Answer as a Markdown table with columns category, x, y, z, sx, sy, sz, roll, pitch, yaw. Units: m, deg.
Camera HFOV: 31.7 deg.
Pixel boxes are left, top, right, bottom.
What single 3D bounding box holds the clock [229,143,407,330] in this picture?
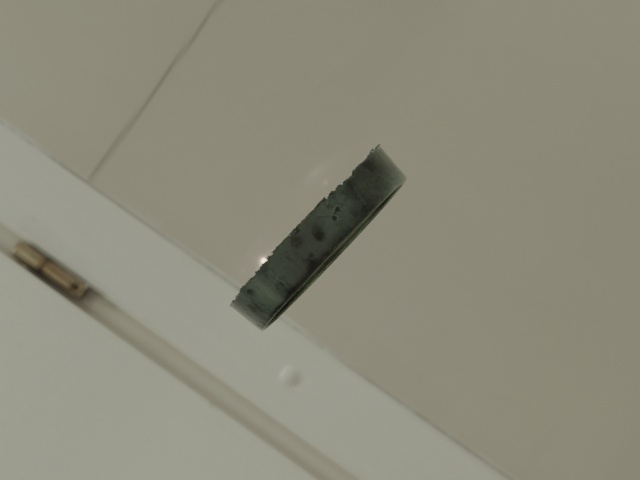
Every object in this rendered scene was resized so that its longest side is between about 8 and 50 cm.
| category | x | y | z | sx | sy | sz | roll | pitch | yaw |
| --- | --- | --- | --- | --- | --- | --- | --- | --- | --- |
| clock | 0.000 | 0.000 | 0.429 | 0.085 | 0.017 | 0.085 | -47 | -3 | -3 |
